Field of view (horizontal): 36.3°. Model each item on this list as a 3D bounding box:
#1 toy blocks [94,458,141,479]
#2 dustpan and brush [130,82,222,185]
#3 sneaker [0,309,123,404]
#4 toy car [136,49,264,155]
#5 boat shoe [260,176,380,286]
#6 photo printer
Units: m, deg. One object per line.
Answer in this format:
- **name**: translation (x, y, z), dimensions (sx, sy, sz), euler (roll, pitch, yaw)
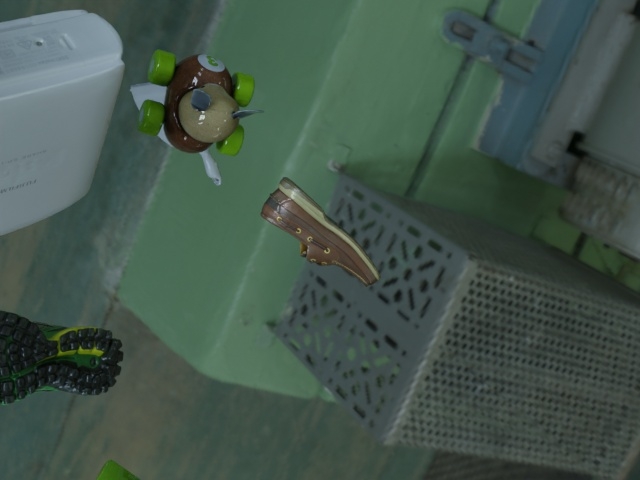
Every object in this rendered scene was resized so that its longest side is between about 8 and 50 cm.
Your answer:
- **toy blocks**: translation (-0.104, 0.395, 0.817), dimensions (0.381, 0.191, 0.261), euler (38, 113, -10)
- **dustpan and brush**: translation (-0.211, -0.175, 1.611), dimensions (0.060, 0.147, 0.211), euler (-52, 132, -52)
- **sneaker**: translation (-0.467, 0.180, 1.465), dimensions (0.343, 0.146, 0.134), euler (20, 73, -54)
- **toy car**: translation (-0.158, -0.199, 1.395), dimensions (0.155, 0.188, 0.149), euler (12, 89, -24)
- **boat shoe**: translation (0.000, 0.000, 1.189), dimensions (0.060, 0.064, 0.178), euler (-47, 112, 1)
- **photo printer**: translation (-0.373, -0.110, 1.127), dimensions (0.256, 0.107, 0.307), euler (-23, 158, -36)
